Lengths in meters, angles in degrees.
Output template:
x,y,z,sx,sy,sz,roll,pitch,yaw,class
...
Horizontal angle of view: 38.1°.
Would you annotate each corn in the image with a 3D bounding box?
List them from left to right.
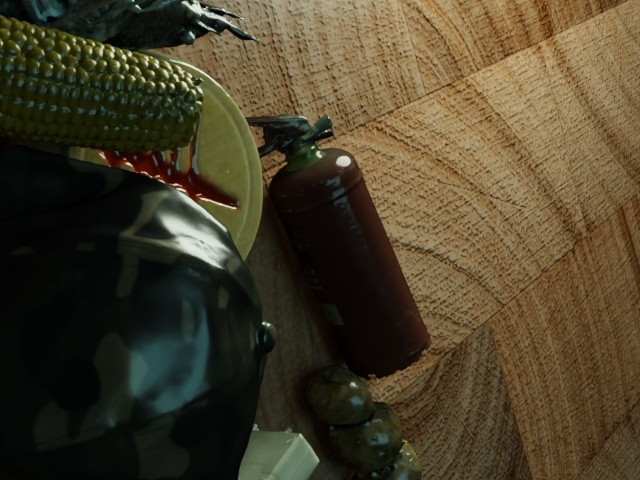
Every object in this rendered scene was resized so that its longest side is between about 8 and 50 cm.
x,y,z,sx,sy,sz,roll,pitch,yaw,class
-0.219,-0.119,0.697,0.260,0.091,0.091,7,75,-18,corn

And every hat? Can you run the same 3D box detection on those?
x,y,z,sx,sy,sz,roll,pitch,yaw,class
-0.226,0.142,0.638,0.381,0.257,0.366,-38,115,-53,hat

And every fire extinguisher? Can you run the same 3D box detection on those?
x,y,z,sx,sy,sz,roll,pitch,yaw,class
0.000,0.000,1.022,0.147,0.106,0.337,-32,110,-20,fire extinguisher

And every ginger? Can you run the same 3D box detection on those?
x,y,z,sx,sy,sz,roll,pitch,yaw,class
0.050,0.227,1.061,0.104,0.080,0.204,-36,115,-25,ginger

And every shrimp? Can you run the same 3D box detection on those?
x,y,z,sx,sy,sz,roll,pitch,yaw,class
-0.237,-0.232,0.740,0.410,0.221,0.166,-5,126,-25,shrimp

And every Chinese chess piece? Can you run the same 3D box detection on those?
x,y,z,sx,sy,sz,roll,pitch,yaw,class
-0.164,-0.050,0.848,0.250,0.097,0.251,4,84,-47,Chinese chess piece

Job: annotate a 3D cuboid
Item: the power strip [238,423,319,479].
x,y,z,sx,sy,sz,roll,pitch,yaw,class
-0.125,0.305,0.852,0.367,0.106,0.043,-49,119,-37,power strip
